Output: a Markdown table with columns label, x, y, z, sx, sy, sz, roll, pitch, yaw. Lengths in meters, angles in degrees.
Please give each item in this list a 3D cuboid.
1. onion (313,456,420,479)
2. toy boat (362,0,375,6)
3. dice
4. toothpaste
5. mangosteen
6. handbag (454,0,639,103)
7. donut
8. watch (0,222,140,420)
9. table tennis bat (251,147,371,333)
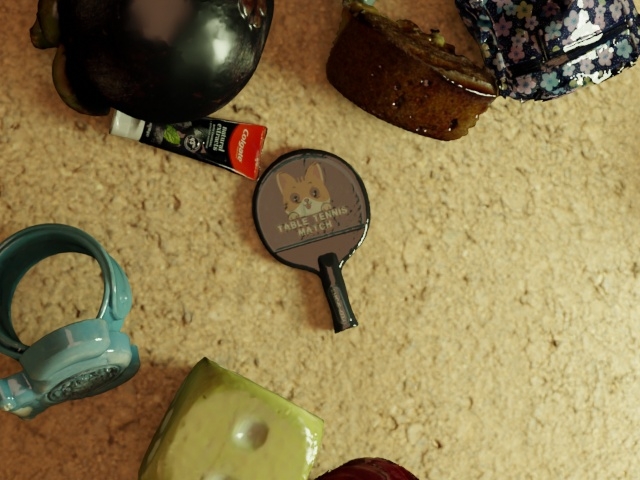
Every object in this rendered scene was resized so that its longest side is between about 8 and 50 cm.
| label | x | y | z | sx | sy | sz | roll | pitch | yaw |
| --- | --- | --- | --- | --- | --- | --- | --- | --- | --- |
| onion | 0.032 | 0.378 | 1.623 | 0.252 | 0.219 | 0.252 | -17 | 114 | -44 |
| toy boat | 0.032 | -0.404 | 1.704 | 0.085 | 0.078 | 0.260 | -6 | 88 | 14 |
| dice | -0.107 | 0.248 | 1.607 | 0.169 | 0.166 | 0.169 | 29 | 83 | -8 |
| toothpaste | -0.161 | -0.132 | 1.676 | 0.194 | 0.045 | 0.071 | 15 | 78 | -15 |
| mangosteen | -0.211 | -0.265 | 1.583 | 0.302 | 0.275 | 0.275 | -6 | 89 | 26 |
| handbag | 0.296 | -0.283 | 1.716 | 0.229 | 0.127 | 0.207 | -24 | 105 | -4 |
| donut | 0.102 | -0.204 | 1.677 | 0.187 | 0.144 | 0.126 | 9 | 125 | -31 |
| watch | -0.316 | 0.087 | 1.583 | 0.211 | 0.211 | 0.193 | -21 | 71 | -10 |
| table tennis bat | 0.000 | 0.000 | 1.709 | 0.150 | 0.027 | 0.236 | -16 | 89 | -10 |
